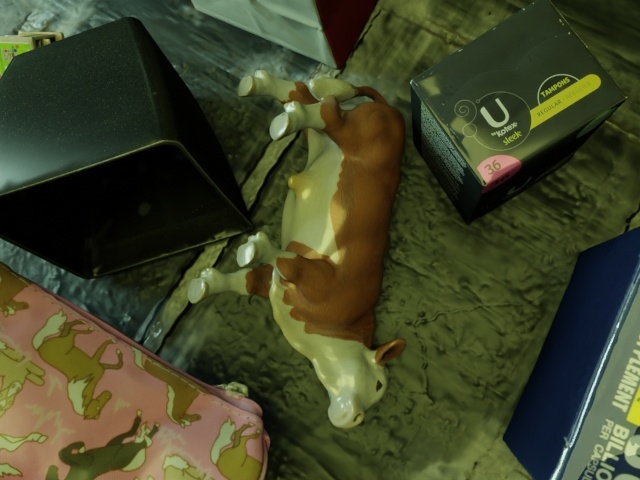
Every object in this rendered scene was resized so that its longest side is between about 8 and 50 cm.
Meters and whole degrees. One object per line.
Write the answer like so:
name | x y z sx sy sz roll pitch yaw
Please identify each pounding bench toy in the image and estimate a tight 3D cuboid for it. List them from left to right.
pounding bench toy | -0.307 -0.179 0.647 0.052 0.065 0.083 4 114 9

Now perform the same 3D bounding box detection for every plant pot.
plant pot | -0.193 -0.089 0.558 0.188 0.188 0.166 -17 68 7

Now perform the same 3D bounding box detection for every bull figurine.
bull figurine | 0.000 0.000 0.526 0.101 0.188 0.310 -6 70 44

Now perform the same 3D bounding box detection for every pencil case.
pencil case | -0.232 0.122 0.484 0.386 0.167 0.160 33 126 -8

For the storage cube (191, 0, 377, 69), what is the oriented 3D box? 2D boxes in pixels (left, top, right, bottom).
storage cube | -0.028 -0.307 0.555 0.215 0.184 0.193 27 88 11

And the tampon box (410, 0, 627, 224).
tampon box | 0.153 -0.097 0.507 0.120 0.161 0.101 -33 78 4

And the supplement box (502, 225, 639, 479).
supplement box | 0.346 0.150 0.424 0.357 0.195 0.194 23 86 11
